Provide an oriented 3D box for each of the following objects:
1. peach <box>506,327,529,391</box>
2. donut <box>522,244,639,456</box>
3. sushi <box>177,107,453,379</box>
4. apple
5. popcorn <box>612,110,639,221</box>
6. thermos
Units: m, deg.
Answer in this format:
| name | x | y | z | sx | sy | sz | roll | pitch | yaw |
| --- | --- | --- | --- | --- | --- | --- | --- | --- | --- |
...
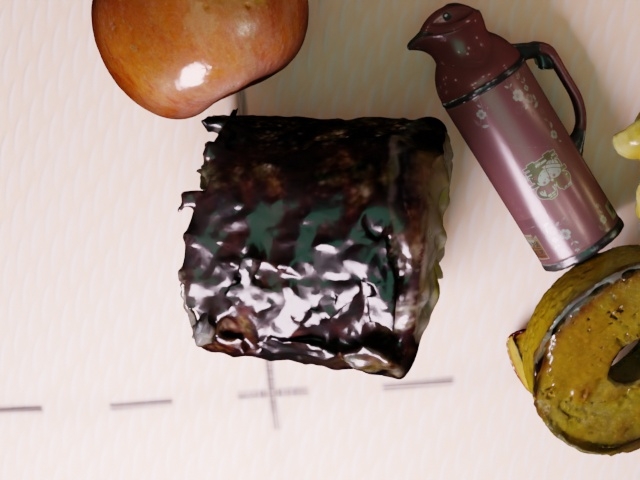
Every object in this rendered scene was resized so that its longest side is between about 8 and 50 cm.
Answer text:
| name | x | y | z | sx | sy | sz | roll | pitch | yaw |
| --- | --- | --- | --- | --- | --- | --- | --- | --- | --- |
| peach | 0.262 | 0.147 | 1.947 | 0.083 | 0.050 | 0.077 | 25 | 84 | -11 |
| donut | 0.357 | 0.119 | 1.866 | 0.272 | 0.107 | 0.272 | -7 | 118 | -13 |
| sushi | -0.002 | 0.000 | 1.817 | 0.294 | 0.281 | 0.299 | 4 | 92 | 5 |
| apple | -0.144 | -0.266 | 1.785 | 0.254 | 0.253 | 0.253 | 2 | 106 | 6 |
| popcorn | 0.475 | -0.101 | 1.774 | 0.286 | 0.215 | 0.252 | -39 | 105 | 19 |
| thermos | 0.234 | -0.135 | 1.836 | 0.136 | 0.109 | 0.330 | -28 | 101 | 26 |
